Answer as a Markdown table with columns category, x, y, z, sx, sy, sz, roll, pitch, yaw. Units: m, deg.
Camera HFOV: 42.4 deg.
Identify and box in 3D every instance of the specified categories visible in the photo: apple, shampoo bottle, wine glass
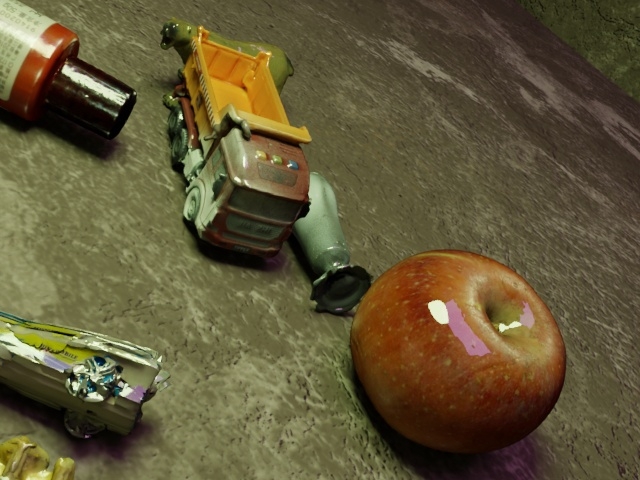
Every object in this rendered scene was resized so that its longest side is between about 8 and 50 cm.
| category | x | y | z | sx | sy | sz | roll | pitch | yaw |
| --- | --- | --- | --- | --- | --- | --- | --- | --- | --- |
| apple | 0.124 | 0.107 | 0.786 | 0.201 | 0.162 | 0.201 | 22 | 45 | -23 |
| shampoo bottle | -0.321 | -0.192 | 0.836 | 0.278 | 0.104 | 0.104 | 29 | 33 | -8 |
| wine glass | 0.000 | 0.000 | 0.896 | 0.072 | 0.072 | 0.155 | 11 | 39 | -31 |

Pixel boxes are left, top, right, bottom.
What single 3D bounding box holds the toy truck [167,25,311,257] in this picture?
| category | x | y | z | sx | sy | sz | roll | pitch | yaw |
| --- | --- | --- | --- | --- | --- | --- | --- | --- | --- |
| toy truck | -0.090 | -0.112 | 0.902 | 0.114 | 0.135 | 0.270 | 13 | 37 | -29 |

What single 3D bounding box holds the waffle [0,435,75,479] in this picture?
| category | x | y | z | sx | sy | sz | roll | pitch | yaw |
| --- | --- | --- | --- | --- | --- | --- | --- | --- | --- |
| waffle | -0.203 | 0.186 | 0.470 | 0.192 | 0.046 | 0.160 | -11 | 47 | -36 |

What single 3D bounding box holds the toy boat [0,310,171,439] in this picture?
| category | x | y | z | sx | sy | sz | roll | pitch | yaw |
| --- | --- | --- | --- | --- | --- | --- | --- | --- | --- |
| toy boat | -0.214 | 0.083 | 0.602 | 0.210 | 0.084 | 0.066 | 24 | 45 | -4 |

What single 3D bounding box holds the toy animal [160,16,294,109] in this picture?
| category | x | y | z | sx | sy | sz | roll | pitch | yaw |
| --- | --- | --- | --- | --- | --- | --- | --- | --- | --- |
| toy animal | -0.123 | -0.222 | 1.051 | 0.219 | 0.101 | 0.103 | 6 | 43 | -36 |
